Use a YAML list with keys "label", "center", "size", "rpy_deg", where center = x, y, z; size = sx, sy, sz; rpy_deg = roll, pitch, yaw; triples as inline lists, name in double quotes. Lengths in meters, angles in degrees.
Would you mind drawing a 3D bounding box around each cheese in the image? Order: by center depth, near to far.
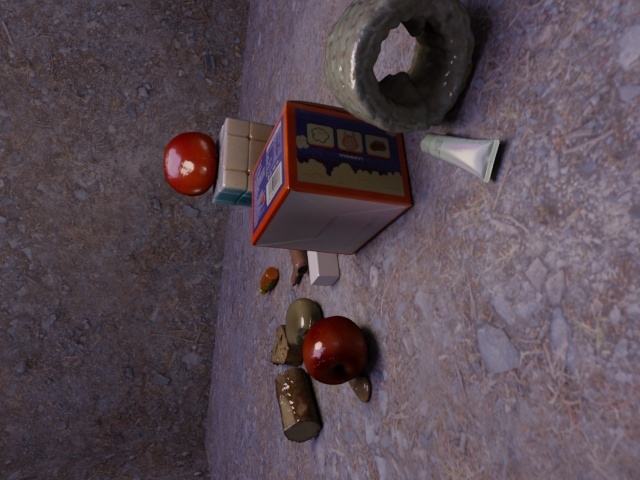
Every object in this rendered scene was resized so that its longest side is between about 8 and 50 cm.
- label: "cheese"
  center: [-0.058, 0.287, 1.624]
  size: [0.202, 0.090, 0.176]
  rpy_deg: [146, 124, -65]

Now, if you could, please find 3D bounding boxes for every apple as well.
- label: "apple"
  center: [0.039, 0.291, 1.249]
  size: [0.169, 0.180, 0.181]
  rpy_deg: [-97, 23, -46]

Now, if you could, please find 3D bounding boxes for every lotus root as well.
- label: "lotus root"
  center: [-0.137, 0.419, 1.830]
  size: [0.260, 0.074, 0.171]
  rpy_deg: [167, 108, -70]

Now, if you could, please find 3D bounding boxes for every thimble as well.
- label: "thimble"
  center: [0.162, -0.365, 0.954]
  size: [0.195, 0.291, 0.292]
  rpy_deg: [-121, 41, -55]

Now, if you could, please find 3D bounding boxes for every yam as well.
- label: "yam"
  center: [-0.081, 0.551, 1.589]
  size: [0.238, 0.129, 0.128]
  rpy_deg: [-109, -4, -47]

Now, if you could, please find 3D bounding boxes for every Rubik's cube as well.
- label: "Rubik's cube"
  center: [-0.309, -0.333, 2.112]
  size: [0.321, 0.315, 0.319]
  rpy_deg: [158, 115, -66]

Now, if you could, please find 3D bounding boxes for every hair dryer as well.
- label: "hair dryer"
  center: [-0.087, 0.117, 1.797]
  size: [0.117, 0.063, 0.182]
  rpy_deg: [-110, 24, -46]

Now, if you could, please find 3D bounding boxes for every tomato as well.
- label: "tomato"
  center: [-0.587, -0.342, 2.091]
  size: [0.298, 0.226, 0.299]
  rpy_deg: [-179, 90, -70]

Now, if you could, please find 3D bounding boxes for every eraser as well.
- label: "eraser"
  center: [-0.001, 0.000, 1.556]
  size: [0.078, 0.076, 0.299]
  rpy_deg: [127, 143, -54]

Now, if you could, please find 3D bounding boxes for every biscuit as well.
- label: "biscuit"
  center: [0.102, 0.385, 1.281]
  size: [0.147, 0.018, 0.071]
  rpy_deg: [-139, 55, -63]

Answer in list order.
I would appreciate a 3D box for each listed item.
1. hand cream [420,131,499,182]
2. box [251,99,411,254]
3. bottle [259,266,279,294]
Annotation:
- label: "hand cream"
  center: [0.273, -0.175, 0.918]
  size: [0.205, 0.049, 0.078]
  rpy_deg: [-138, 55, -60]
- label: "box"
  center: [0.006, -0.147, 1.230]
  size: [0.349, 0.318, 0.257]
  rpy_deg: [132, 137, -59]
- label: "bottle"
  center: [-0.248, 0.197, 2.182]
  size: [0.187, 0.069, 0.069]
  rpy_deg: [120, 148, -51]
